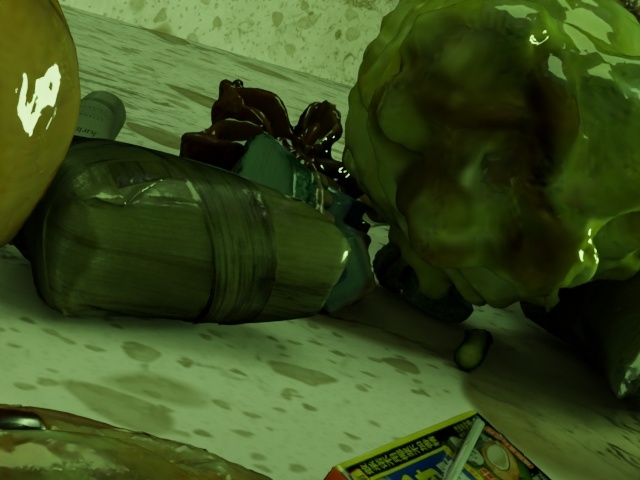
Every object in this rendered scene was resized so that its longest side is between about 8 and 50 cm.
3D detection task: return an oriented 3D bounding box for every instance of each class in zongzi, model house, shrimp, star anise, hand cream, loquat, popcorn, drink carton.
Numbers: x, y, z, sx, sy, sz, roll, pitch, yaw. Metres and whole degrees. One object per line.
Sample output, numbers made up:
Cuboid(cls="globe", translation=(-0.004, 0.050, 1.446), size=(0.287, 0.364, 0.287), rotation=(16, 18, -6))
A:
Cuboid(cls="zongzi", translation=(-0.120, -0.016, 0.897), size=(0.221, 0.112, 0.242), rotation=(11, 13, -33))
Cuboid(cls="model house", translation=(0.097, 0.040, 1.178), size=(0.078, 0.066, 0.083), rotation=(26, 25, -24))
Cuboid(cls="shrimp", translation=(-0.113, 0.090, 0.530), size=(0.236, 0.053, 0.133), rotation=(17, 14, -40))
Cuboid(cls="star anise", translation=(-0.038, -0.057, 1.214), size=(0.190, 0.126, 0.220), rotation=(21, 34, 6))
Cuboid(cls="hand cream", translation=(-0.255, -0.126, 1.386), size=(0.087, 0.054, 0.186), rotation=(15, 17, -2))
Cuboid(cls="loquat", translation=(-0.252, -0.090, 0.725), size=(0.238, 0.238, 0.193), rotation=(14, 19, -28))
Cuboid(cls="model house", translation=(0.000, 0.000, 1.057), size=(0.148, 0.119, 0.148), rotation=(23, 8, -28))
Cuboid(cls="popcorn", translation=(0.153, -0.087, 1.065), size=(0.312, 0.312, 0.312), rotation=(19, 11, -4))
Cuboid(cls="drink carton", translation=(0.056, 0.130, 0.594), size=(0.071, 0.056, 0.165), rotation=(39, 17, 20))
Cuboid(cls="zongzi", translation=(0.252, 0.067, 1.112), size=(0.360, 0.160, 0.323), rotation=(-8, 15, -42))

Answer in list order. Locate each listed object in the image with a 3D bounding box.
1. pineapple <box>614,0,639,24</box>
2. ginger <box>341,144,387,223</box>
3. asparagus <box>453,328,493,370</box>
Cuboid(cls="pineapple", translation=(0.281, -0.156, 1.391), size=(0.352, 0.352, 0.300), rotation=(24, -10, 22))
Cuboid(cls="ginger", translation=(0.115, -0.108, 1.657), size=(0.165, 0.172, 0.321), rotation=(58, 3, -8))
Cuboid(cls="asparagus", translation=(0.130, 0.089, 1.055), size=(0.025, 0.021, 0.108), rotation=(21, 11, 11))
